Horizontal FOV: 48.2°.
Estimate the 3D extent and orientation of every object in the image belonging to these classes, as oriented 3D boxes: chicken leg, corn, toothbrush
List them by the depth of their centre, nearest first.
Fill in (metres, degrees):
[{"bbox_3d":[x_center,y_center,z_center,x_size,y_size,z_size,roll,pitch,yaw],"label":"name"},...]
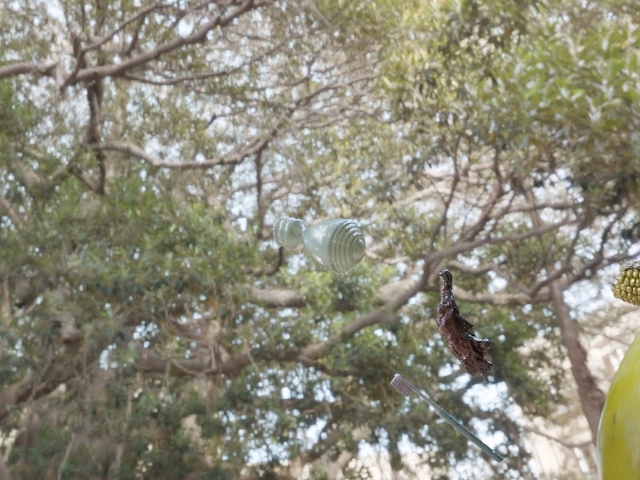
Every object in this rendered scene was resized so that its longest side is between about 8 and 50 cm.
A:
[{"bbox_3d":[0.136,0.193,0.765,0.167,0.011,0.014,40,-100,-17],"label":"toothbrush"},{"bbox_3d":[0.649,0.082,1.215,0.293,0.106,0.106,9,-24,33],"label":"corn"},{"bbox_3d":[0.262,0.164,1.357,0.089,0.219,0.048,-20,-14,-36],"label":"chicken leg"}]

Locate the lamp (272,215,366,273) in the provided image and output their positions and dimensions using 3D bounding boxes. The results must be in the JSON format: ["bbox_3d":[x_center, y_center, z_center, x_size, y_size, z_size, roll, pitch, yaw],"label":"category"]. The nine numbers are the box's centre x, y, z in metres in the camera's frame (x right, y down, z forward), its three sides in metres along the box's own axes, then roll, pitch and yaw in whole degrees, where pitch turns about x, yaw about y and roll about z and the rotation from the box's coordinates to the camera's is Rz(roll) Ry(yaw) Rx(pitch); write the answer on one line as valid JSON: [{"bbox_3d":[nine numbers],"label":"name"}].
[{"bbox_3d":[0.000,0.000,1.378,0.193,0.106,0.106,14,-22,34],"label":"lamp"}]

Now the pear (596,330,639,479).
[{"bbox_3d":[0.478,0.221,0.740,0.362,0.418,0.362,28,-29,17],"label":"pear"}]
